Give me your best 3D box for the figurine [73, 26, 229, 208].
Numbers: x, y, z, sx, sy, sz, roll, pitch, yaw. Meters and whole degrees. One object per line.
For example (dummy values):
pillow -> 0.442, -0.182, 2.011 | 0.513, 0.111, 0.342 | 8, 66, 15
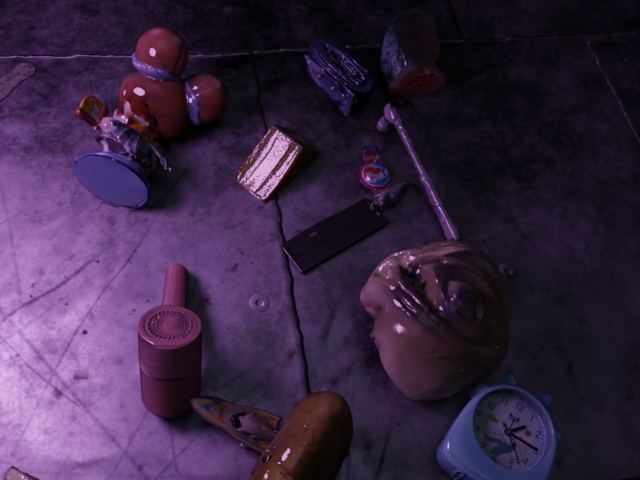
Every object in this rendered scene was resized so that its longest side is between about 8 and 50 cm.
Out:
figurine -> -0.419, -0.297, 1.727 | 0.248, 0.277, 0.388 | -11, 46, 35

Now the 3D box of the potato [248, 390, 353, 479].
potato -> -0.040, 0.433, 1.398 | 0.141, 0.192, 0.296 | 32, 60, 24

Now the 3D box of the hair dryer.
hair dryer -> -0.312, 0.181, 1.528 | 0.125, 0.211, 0.353 | 2, 36, -7

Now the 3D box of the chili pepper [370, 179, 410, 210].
chili pepper -> 0.187, -0.118, 1.831 | 0.153, 0.050, 0.041 | -24, 69, -31

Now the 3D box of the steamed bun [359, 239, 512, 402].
steamed bun -> 0.264, 0.152, 1.578 | 0.352, 0.247, 0.339 | -24, 66, -16

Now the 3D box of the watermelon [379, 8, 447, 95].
watermelon -> 0.267, -0.527, 2.056 | 0.226, 0.148, 0.318 | 37, 46, -8

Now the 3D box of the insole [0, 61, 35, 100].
insole -> -0.824, -0.405, 1.851 | 0.065, 0.006, 0.193 | 34, 61, 11

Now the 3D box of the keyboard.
keyboard -> -0.003, 0.008, 1.742 | 0.381, 0.041, 0.103 | -27, 67, -29

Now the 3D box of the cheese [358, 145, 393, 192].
cheese -> 0.143, -0.187, 1.870 | 0.095, 0.038, 0.145 | -4, 63, -12

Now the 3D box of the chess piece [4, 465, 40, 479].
chess piece -> -0.576, 0.552, 1.291 | 0.133, 0.133, 0.243 | 26, 67, 6

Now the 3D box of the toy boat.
toy boat -> -0.176, 0.370, 1.462 | 0.210, 0.066, 0.085 | 28, 62, -16

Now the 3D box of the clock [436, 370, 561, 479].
clock -> 0.399, 0.423, 1.537 | 0.223, 0.094, 0.274 | 34, 59, 10

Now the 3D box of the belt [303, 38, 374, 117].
belt -> 0.057, -0.467, 1.963 | 0.122, 0.128, 0.218 | -37, 73, -26

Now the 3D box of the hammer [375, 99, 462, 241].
hammer -> 0.264, -0.175, 1.856 | 0.044, 0.152, 0.427 | -17, 76, -23

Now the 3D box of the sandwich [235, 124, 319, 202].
sandwich -> -0.111, -0.196, 1.849 | 0.117, 0.144, 0.187 | 39, 98, 13
